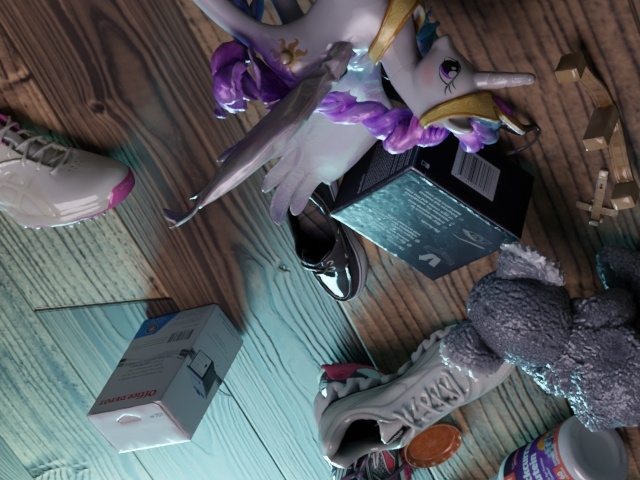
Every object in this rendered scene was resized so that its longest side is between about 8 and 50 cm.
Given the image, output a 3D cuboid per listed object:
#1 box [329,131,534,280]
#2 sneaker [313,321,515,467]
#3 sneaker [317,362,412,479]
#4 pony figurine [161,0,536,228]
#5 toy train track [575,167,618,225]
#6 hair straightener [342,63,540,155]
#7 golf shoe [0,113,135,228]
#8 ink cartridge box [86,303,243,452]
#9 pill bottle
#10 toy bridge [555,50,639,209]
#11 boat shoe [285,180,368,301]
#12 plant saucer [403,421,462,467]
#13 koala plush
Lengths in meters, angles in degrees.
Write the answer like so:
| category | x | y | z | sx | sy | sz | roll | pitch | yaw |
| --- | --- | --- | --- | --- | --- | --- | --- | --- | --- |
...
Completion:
| category | x | y | z | sx | sy | sz | roll | pitch | yaw |
| --- | --- | --- | --- | --- | --- | --- | --- | --- | --- |
| box | 0.124 | -0.049 | 1.605 | 0.156 | 0.093 | 0.158 | 33 | 145 | -22 |
| sneaker | 0.123 | 0.200 | 1.816 | 0.292 | 0.118 | 0.110 | -29 | 108 | 15 |
| sneaker | 0.061 | 0.284 | 1.978 | 0.121 | 0.112 | 0.299 | 3 | 132 | 23 |
| pony figurine | -0.007 | -0.183 | 1.423 | 0.351 | 0.303 | 0.363 | -35 | 84 | 25 |
| toy train track | 0.310 | -0.045 | 1.608 | 0.048 | 0.014 | 0.083 | 13 | 135 | 13 |
| hair straightener | 0.130 | -0.150 | 1.581 | 0.230 | 0.047 | 0.089 | 21 | 151 | -2 |
| golf shoe | -0.383 | -0.095 | 1.822 | 0.306 | 0.115 | 0.140 | 2 | 129 | 23 |
| ink cartridge box | -0.209 | 0.186 | 1.951 | 0.140 | 0.190 | 0.082 | -14 | 124 | 35 |
| pill bottle | 0.302 | 0.310 | 1.890 | 0.108 | 0.108 | 0.193 | 36 | 136 | -11 |
| toy bridge | 0.294 | -0.119 | 1.506 | 0.026 | 0.063 | 0.188 | -9 | 126 | 32 |
| boat shoe | 0.000 | 0.000 | 1.754 | 0.080 | 0.076 | 0.228 | 6 | 133 | 21 |
| plant saucer | 0.153 | 0.278 | 1.972 | 0.083 | 0.013 | 0.083 | -11 | 131 | -13 |
| koala plush | 0.256 | 0.094 | 1.574 | 0.221 | 0.203 | 0.196 | 25 | 115 | -20 |
